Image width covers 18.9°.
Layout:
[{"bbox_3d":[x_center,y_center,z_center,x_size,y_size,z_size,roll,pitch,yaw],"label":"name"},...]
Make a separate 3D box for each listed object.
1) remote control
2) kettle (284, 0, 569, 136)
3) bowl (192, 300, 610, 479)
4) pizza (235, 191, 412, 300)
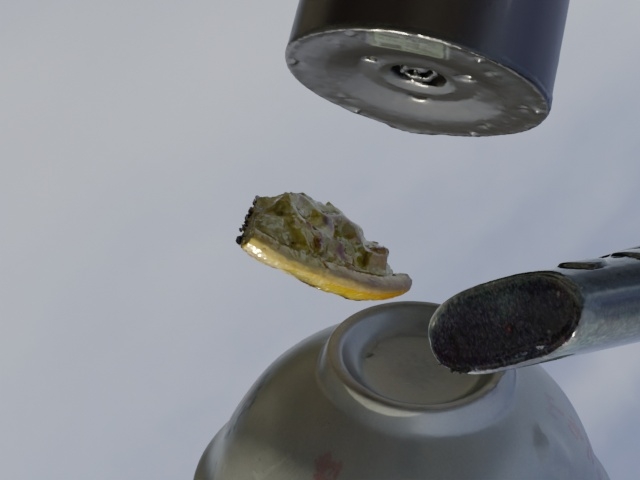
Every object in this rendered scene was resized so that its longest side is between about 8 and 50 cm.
[{"bbox_3d":[0.228,0.011,0.912,0.378,0.044,0.107,-9,169,-34],"label":"remote control"},{"bbox_3d":[0.081,-0.181,1.066,0.202,0.144,0.232,67,36,-71],"label":"kettle"},{"bbox_3d":[0.072,0.150,1.503,0.346,0.157,0.345,2,-145,-2],"label":"bowl"},{"bbox_3d":[0.000,0.000,1.388,0.036,0.160,0.099,-46,-133,24],"label":"pizza"}]
